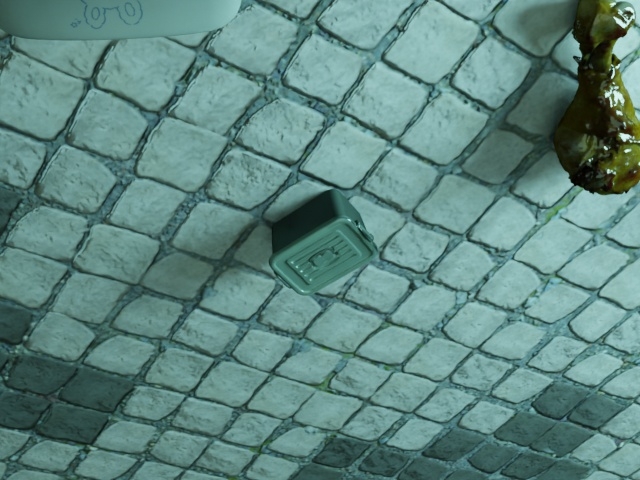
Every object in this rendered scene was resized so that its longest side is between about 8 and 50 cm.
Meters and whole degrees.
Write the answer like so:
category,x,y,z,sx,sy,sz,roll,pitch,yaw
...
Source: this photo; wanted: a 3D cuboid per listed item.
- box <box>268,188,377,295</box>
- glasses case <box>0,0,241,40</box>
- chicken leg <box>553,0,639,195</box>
category,x,y,z,sx,sy,sz,roll,pitch,yaw
box,0.000,0.000,1.080,0.122,0.069,0.084,-30,129,17
glasses case,-0.189,-0.232,0.830,0.233,0.059,0.092,-3,135,-7
chicken leg,0.308,-0.154,0.996,0.107,0.087,0.251,-24,128,-13
